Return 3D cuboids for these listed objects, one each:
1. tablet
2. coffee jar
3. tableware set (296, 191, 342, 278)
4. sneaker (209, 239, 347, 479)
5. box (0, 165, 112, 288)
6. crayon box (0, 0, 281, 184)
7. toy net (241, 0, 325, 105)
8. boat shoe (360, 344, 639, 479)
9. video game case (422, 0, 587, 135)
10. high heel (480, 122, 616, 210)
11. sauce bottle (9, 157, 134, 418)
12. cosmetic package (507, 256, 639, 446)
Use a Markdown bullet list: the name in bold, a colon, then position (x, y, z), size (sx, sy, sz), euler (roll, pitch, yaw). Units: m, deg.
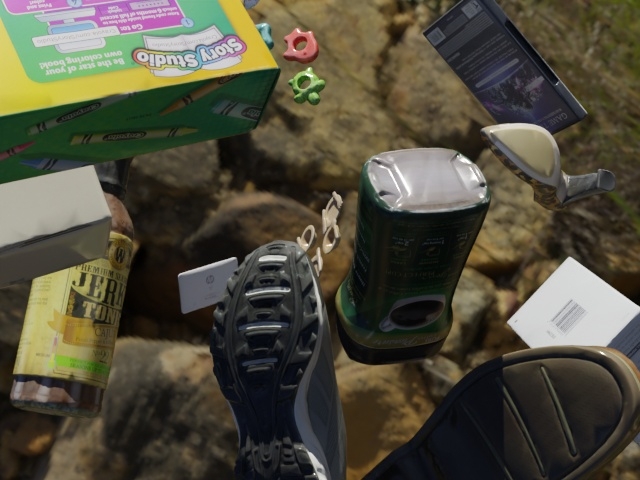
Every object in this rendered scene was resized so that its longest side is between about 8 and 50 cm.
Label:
- **tablet**: position (-0.138, 0.056, 1.370), size (0.006, 0.083, 0.054), euler (26, 126, 50)
- **coffee jar**: position (0.067, 0.019, 0.872), size (0.079, 0.096, 0.184), euler (-111, 23, -43)
- **tableware set**: position (0.000, 0.000, 2.021), size (0.169, 0.020, 0.141), euler (-56, 26, 33)
- **sneaker**: position (-0.029, 0.136, 0.975), size (0.108, 0.100, 0.272), euler (0, -94, -69)
- **box**: position (-0.309, -0.124, 1.059), size (0.148, 0.121, 0.311), euler (135, 116, -70)
- **crayon box**: position (-0.190, -0.141, 0.810), size (0.165, 0.278, 0.081), euler (61, 148, 22)
- **toy net**: position (-0.076, -0.234, 1.183), size (0.122, 0.045, 0.232), euler (-21, 67, 12)
- **boat shoe**: position (0.145, 0.168, 0.877), size (0.307, 0.104, 0.111), euler (-39, 61, 39)
- **video game case**: position (0.307, -0.285, 1.868), size (0.026, 0.274, 0.196), euler (-44, 7, -22)
- **high heel**: position (0.337, -0.117, 1.847), size (0.186, 0.261, 0.093), euler (-17, 55, 63)
- **sauce bottle**: position (-0.283, 0.033, 1.305), size (0.111, 0.111, 0.344), euler (-17, 63, 63)
- **cosmetic package**: position (0.409, 0.167, 1.497), size (0.138, 0.224, 0.224), euler (-47, 20, 5)
